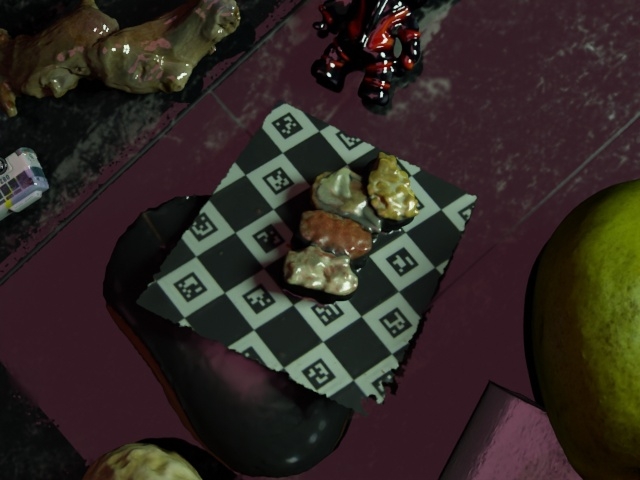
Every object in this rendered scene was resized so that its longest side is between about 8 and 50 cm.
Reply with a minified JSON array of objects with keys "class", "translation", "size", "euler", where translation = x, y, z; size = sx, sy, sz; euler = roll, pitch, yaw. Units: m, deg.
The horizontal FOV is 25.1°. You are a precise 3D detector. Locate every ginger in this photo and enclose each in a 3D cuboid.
[{"class":"ginger","translation":[-0.222,-0.209,1.554],"size":[0.290,0.084,0.122],"euler":[-10,63,9]}]

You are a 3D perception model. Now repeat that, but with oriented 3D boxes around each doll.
[{"class":"doll","translation":[0.076,-0.271,1.520],"size":[0.127,0.088,0.249],"euler":[18,98,-13]}]

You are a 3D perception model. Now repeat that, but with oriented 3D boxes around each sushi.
[{"class":"sushi","translation":[0.000,0.000,1.457],"size":[0.264,0.050,0.290],"euler":[27,63,7]}]

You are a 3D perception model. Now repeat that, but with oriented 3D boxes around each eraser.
[{"class":"eraser","translation":[0.199,0.282,1.463],"size":[0.174,0.081,0.227],"euler":[27,88,7]}]

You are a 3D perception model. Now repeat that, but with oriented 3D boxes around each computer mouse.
[{"class":"computer mouse","translation":[-0.095,0.098,1.493],"size":[0.183,0.116,0.323],"euler":[-36,83,-4]}]

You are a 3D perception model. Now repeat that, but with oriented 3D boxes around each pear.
[{"class":"pear","translation":[0.318,0.091,1.368],"size":[0.253,0.253,0.307],"euler":[9,64,7]}]

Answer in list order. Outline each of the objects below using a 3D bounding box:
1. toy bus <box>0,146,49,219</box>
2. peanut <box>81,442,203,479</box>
[{"class":"toy bus","translation":[-0.347,-0.053,1.560],"size":[0.102,0.052,0.058],"euler":[-32,86,5]},{"class":"peanut","translation":[-0.104,0.315,1.467],"size":[0.325,0.140,0.153],"euler":[34,72,12]}]
